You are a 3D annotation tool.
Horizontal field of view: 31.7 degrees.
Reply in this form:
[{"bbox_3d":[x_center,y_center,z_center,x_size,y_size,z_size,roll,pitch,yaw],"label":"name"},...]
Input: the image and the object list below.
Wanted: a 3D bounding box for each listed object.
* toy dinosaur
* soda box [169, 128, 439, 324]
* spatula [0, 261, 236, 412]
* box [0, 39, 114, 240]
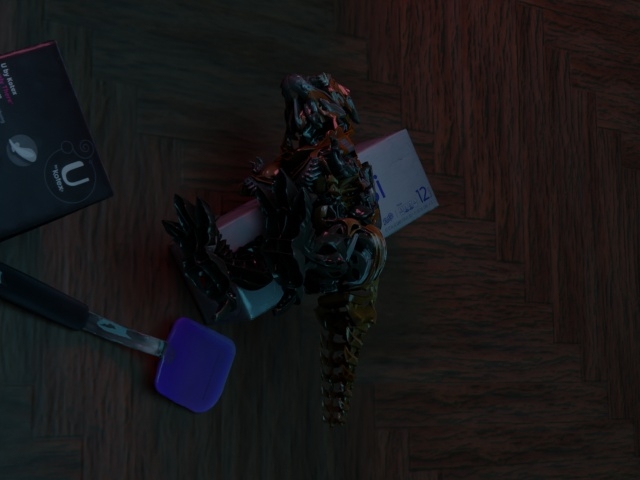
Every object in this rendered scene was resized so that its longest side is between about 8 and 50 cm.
[{"bbox_3d":[0.000,0.000,1.053,0.218,0.164,0.322,0,60,-51],"label":"toy dinosaur"},{"bbox_3d":[-0.012,-0.018,1.187,0.286,0.091,0.098,-31,101,-35],"label":"soda box"},{"bbox_3d":[-0.202,0.084,1.070,0.296,0.030,0.084,28,70,-30],"label":"spatula"},{"bbox_3d":[-0.334,-0.046,0.908,0.270,0.165,0.143,-25,98,-36],"label":"box"}]
